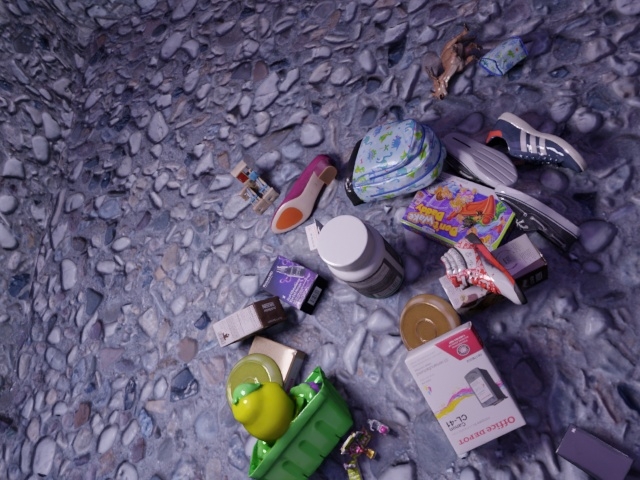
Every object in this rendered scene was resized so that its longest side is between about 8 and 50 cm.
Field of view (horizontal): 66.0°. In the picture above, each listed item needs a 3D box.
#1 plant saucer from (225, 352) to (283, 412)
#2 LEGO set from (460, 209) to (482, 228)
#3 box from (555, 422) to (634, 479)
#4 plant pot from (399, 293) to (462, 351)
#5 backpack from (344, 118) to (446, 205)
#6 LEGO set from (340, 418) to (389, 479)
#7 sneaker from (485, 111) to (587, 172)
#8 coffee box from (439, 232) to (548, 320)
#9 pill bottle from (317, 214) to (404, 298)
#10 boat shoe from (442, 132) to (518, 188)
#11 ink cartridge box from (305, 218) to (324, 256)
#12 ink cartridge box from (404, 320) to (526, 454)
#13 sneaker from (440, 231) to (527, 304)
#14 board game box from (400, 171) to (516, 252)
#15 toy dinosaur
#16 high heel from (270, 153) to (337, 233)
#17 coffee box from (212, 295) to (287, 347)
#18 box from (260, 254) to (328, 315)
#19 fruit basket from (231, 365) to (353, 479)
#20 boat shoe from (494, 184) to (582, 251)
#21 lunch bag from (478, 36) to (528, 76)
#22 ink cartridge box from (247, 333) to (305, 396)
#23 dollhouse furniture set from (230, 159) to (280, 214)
[{"bbox_3d":[-0.246,0.521,1.752,0.240,0.037,0.241,-10,67,24],"label":"plant saucer"},{"bbox_3d":[0.501,-0.065,1.645,0.083,0.023,0.054,-19,64,3],"label":"LEGO set"},{"bbox_3d":[0.713,0.564,1.292,0.156,0.158,0.093,28,84,33],"label":"box"},{"bbox_3d":[0.347,0.292,1.594,0.236,0.032,0.236,5,98,43],"label":"plant pot"},{"bbox_3d":[0.272,-0.291,1.779,0.355,0.273,0.290,5,61,31],"label":"backpack"},{"bbox_3d":[0.118,0.706,1.557,0.132,0.107,0.287,9,74,29],"label":"LEGO set"},{"bbox_3d":[0.717,-0.294,1.671,0.148,0.131,0.350,-52,51,7],"label":"sneaker"},{"bbox_3d":[0.547,0.121,1.550,0.297,0.168,0.119,-30,60,13],"label":"coffee box"},{"bbox_3d":[0.141,0.059,1.660,0.204,0.361,0.204,-10,65,22],"label":"pill bottle"},{"bbox_3d":[0.558,-0.261,1.729,0.121,0.119,0.335,-28,48,-11],"label":"boat shoe"},{"bbox_3d":[0.000,0.000,1.860,0.061,0.181,0.104,-23,61,16],"label":"ink cartridge box"},{"bbox_3d":[0.421,0.428,1.449,0.226,0.131,0.306,-31,80,13],"label":"ink cartridge box"},{"bbox_3d":[0.467,0.114,1.442,0.145,0.090,0.270,-38,55,9],"label":"sneaker"},{"bbox_3d":[0.489,-0.087,1.716,0.347,0.078,0.233,27,83,32],"label":"board game box"},{"bbox_3d":[0.514,-0.720,1.949,0.200,0.127,0.296,-25,34,56],"label":"toy dinosaur"},{"bbox_3d":[-0.079,-0.194,2.051,0.377,0.127,0.181,-43,29,9],"label":"high heel"},{"bbox_3d":[-0.264,0.304,1.837,0.246,0.141,0.098,-30,78,34],"label":"coffee box"},{"bbox_3d":[-0.100,0.169,1.885,0.207,0.108,0.153,23,82,31],"label":"box"},{"bbox_3d":[-0.127,0.564,1.579,0.391,0.283,0.392,0,92,-3],"label":"fruit basket"},{"bbox_3d":[0.668,-0.067,1.554,0.301,0.108,0.102,31,97,-4],"label":"boat shoe"},{"bbox_3d":[0.685,-0.698,1.863,0.128,0.096,0.151,-38,29,7],"label":"lunch bag"},{"bbox_3d":[-0.186,0.488,1.808,0.193,0.088,0.235,15,77,29],"label":"ink cartridge box"},{"bbox_3d":[-0.294,-0.220,2.094,0.129,0.183,0.129,-47,58,2],"label":"dollhouse furniture set"}]
